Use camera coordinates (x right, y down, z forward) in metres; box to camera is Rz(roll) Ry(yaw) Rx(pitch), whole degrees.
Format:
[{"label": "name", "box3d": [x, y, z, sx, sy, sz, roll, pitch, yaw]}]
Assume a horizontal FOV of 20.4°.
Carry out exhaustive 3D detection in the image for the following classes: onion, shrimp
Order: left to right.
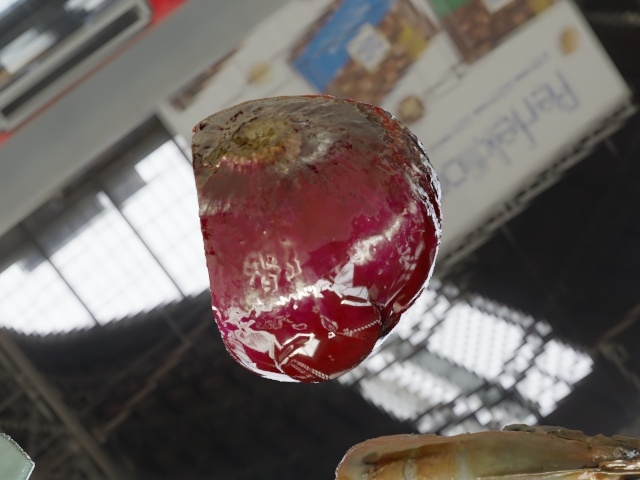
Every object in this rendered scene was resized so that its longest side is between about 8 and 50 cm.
[{"label": "onion", "box3d": [0.005, -0.001, 1.484, 0.207, 0.216, 0.206, -18, -144, 6]}, {"label": "shrimp", "box3d": [0.156, 0.188, 1.501, 0.287, 0.063, 0.152, -3, 180, 9]}]

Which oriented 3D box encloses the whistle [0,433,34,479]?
[{"label": "whistle", "box3d": [-0.383, 0.292, 1.673, 0.274, 0.186, 0.093, -45, 165, -9]}]
